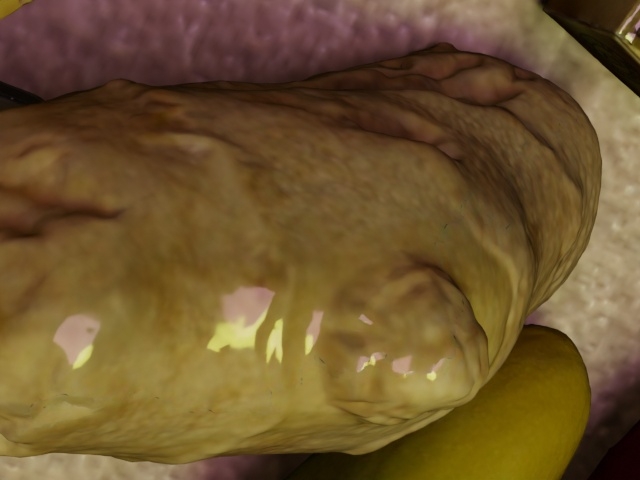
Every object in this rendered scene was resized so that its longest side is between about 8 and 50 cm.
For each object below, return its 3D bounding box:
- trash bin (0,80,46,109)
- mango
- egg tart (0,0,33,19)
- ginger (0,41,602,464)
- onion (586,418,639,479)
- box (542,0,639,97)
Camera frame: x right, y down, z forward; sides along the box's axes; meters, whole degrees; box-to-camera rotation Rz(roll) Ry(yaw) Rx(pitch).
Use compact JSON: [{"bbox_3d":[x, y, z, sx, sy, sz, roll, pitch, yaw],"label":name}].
[{"bbox_3d":[-0.127,-0.011,0.645,0.043,0.061,0.092,18,96,-25],"label":"trash bin"},{"bbox_3d":[0.033,0.102,0.712,0.085,0.122,0.191,40,82,11],"label":"mango"},{"bbox_3d":[-0.188,-0.240,0.444,0.443,0.178,0.443,-2,102,-8],"label":"egg tart"},{"bbox_3d":[0.000,0.000,0.618,0.354,0.190,0.126,-21,118,-56],"label":"ginger"},{"bbox_3d":[0.205,0.168,0.738,0.206,0.207,0.216,-11,116,-12],"label":"onion"},{"bbox_3d":[0.228,-0.086,0.756,0.240,0.071,0.159,37,93,-28],"label":"box"}]
